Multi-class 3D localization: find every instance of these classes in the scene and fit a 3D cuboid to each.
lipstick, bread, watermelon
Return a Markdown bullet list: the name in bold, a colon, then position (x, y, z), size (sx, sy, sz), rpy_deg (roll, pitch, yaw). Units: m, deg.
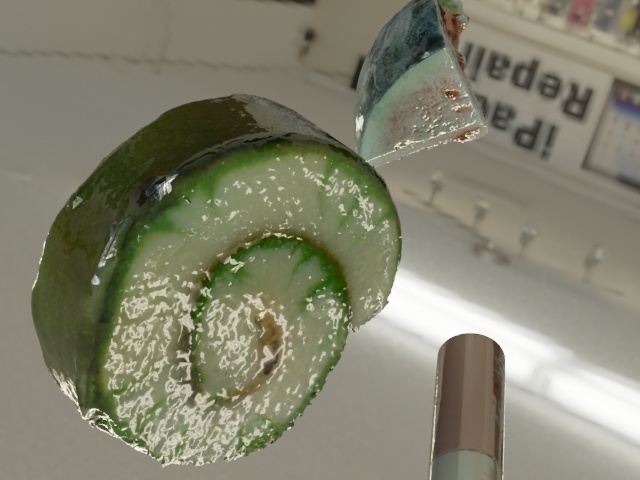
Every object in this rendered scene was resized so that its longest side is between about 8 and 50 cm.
- **lipstick**: position (0.137, 0.196, 1.381), size (0.070, 0.070, 0.254), rpy_deg (17, -141, -5)
- **bread**: position (-0.092, 0.040, 1.463), size (0.381, 0.366, 0.129), rpy_deg (-15, -147, -30)
- **watermelon**: position (0.172, -0.238, 2.134), size (0.213, 0.320, 0.289), rpy_deg (33, 163, -3)
